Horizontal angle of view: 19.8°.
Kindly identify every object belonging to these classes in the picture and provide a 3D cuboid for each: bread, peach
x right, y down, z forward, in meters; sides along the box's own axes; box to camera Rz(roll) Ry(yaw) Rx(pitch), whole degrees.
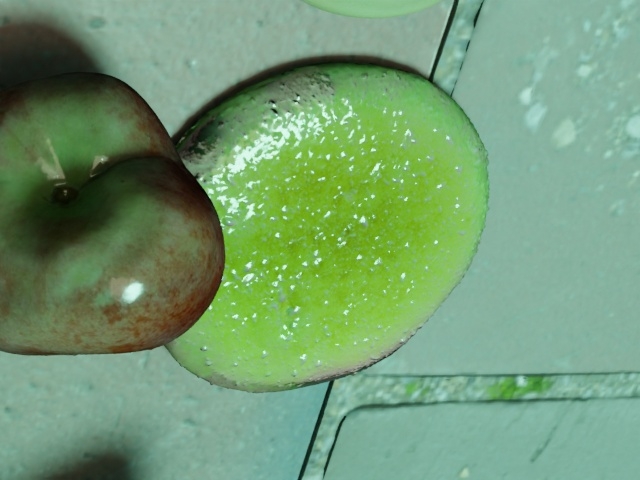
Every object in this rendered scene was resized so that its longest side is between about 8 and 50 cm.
[{"bbox_3d":[0.000,0.000,1.072,0.228,0.033,0.228,-15,129,-19],"label":"bread"},{"bbox_3d":[-0.118,-0.006,0.936,0.152,0.152,0.152,-14,127,-19],"label":"peach"}]

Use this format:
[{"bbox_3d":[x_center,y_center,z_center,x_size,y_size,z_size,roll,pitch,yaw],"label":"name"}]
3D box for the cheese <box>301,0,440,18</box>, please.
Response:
[{"bbox_3d":[-0.008,-0.194,0.915,0.227,0.064,0.137,21,108,-35],"label":"cheese"}]
